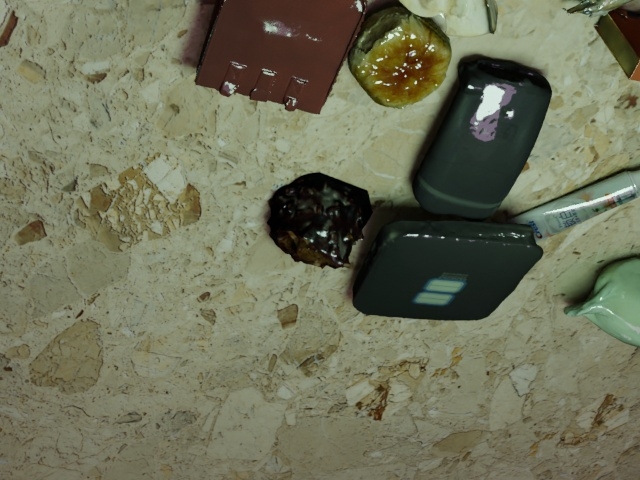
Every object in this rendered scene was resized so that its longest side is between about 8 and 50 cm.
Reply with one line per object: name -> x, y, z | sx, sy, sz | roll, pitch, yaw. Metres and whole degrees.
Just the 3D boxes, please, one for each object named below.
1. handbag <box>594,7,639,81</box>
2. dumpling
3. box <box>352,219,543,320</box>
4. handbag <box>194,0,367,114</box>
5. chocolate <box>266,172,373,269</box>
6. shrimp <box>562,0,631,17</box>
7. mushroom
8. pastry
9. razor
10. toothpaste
handbag -> 0.600, -0.359, 1.823 | 0.127, 0.190, 0.062 | 5, 132, -17
dumpling -> 0.758, 0.143, 2.319 | 0.321, 0.270, 0.211 | 27, 101, -2
box -> 0.267, 0.064, 2.154 | 0.359, 0.091, 0.350 | 3, 148, -14
handbag -> -0.073, -0.367, 1.756 | 0.260, 0.084, 0.275 | 8, 130, -19
chocolate -> 0.000, 0.000, 2.041 | 0.224, 0.177, 0.206 | 20, 125, -25
shrimp -> 0.544, -0.485, 1.796 | 0.224, 0.047, 0.126 | -28, 123, 5
mushroom -> 0.227, -0.483, 1.698 | 0.173, 0.162, 0.236 | 12, 149, 25
pastry -> 0.143, -0.337, 1.817 | 0.182, 0.093, 0.192 | -41, 134, 22
razor -> 0.321, -0.194, 1.971 | 0.205, 0.113, 0.349 | 8, 130, -15
toothpaste -> 0.578, -0.078, 2.165 | 0.323, 0.066, 0.100 | -25, 128, 18
